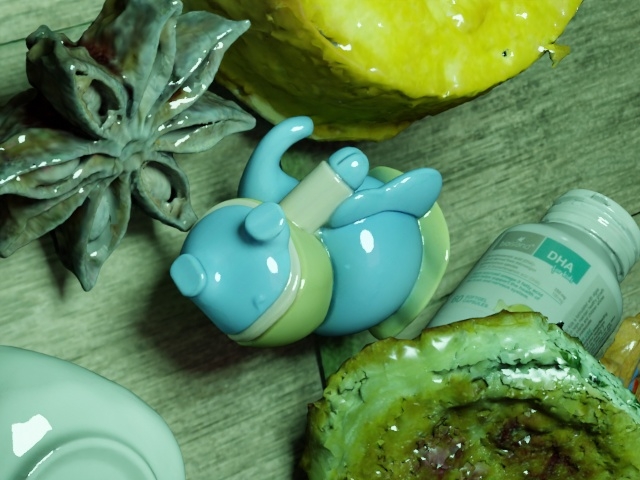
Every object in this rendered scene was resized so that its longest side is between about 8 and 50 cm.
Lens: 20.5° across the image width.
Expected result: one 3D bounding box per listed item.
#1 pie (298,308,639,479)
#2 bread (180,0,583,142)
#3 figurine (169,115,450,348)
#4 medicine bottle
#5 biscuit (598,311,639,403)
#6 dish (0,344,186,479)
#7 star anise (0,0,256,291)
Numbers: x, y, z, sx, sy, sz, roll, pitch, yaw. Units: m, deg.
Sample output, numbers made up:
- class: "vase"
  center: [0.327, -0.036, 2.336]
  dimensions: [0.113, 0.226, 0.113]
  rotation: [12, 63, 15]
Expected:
- class: "pie"
  center: [0.143, 0.210, 1.486]
  dimensions: [0.288, 0.103, 0.355]
  rotation: [-39, 118, 15]
- class: "bread"
  center: [0.028, -0.275, 1.411]
  dimensions: [0.398, 0.215, 0.398]
  rotation: [-1, 92, -33]
- class: "figurine"
  center: [0.001, 0.004, 1.396]
  dimensions: [0.262, 0.154, 0.180]
  rotation: [14, 100, -58]
- class: "medicine bottle"
  center: [0.197, 0.056, 1.586]
  dimensions: [0.215, 0.135, 0.135]
  rotation: [-49, 117, -27]
- class: "biscuit"
  center: [0.278, 0.143, 1.661]
  dimensions: [0.280, 0.043, 0.183]
  rotation: [-23, 141, -52]
- class: "dish"
  center: [-0.198, 0.203, 1.285]
  dimensions: [0.256, 0.117, 0.256]
  rotation: [1, 89, -37]
- class: "star anise"
  center: [-0.164, -0.087, 1.300]
  dimensions: [0.236, 0.109, 0.223]
  rotation: [-33, 149, -29]
